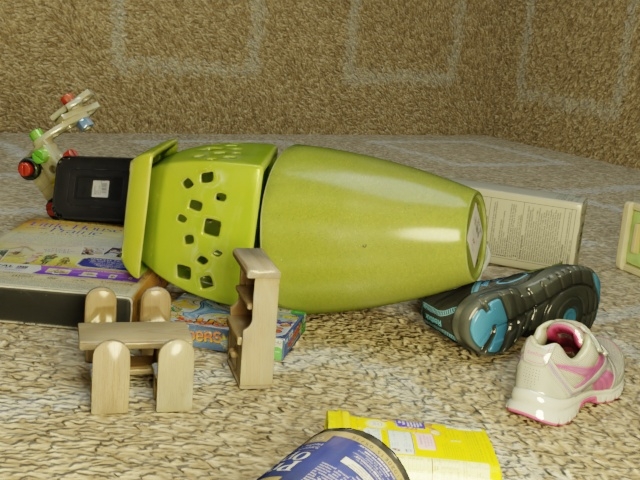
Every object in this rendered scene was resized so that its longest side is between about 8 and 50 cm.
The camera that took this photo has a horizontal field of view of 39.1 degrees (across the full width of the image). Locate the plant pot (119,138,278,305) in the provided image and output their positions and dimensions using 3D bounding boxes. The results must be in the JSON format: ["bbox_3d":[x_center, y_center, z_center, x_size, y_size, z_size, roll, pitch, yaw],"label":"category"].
[{"bbox_3d":[-0.190,-0.043,1.422,0.207,0.227,0.228,9,14,0],"label":"plant pot"}]

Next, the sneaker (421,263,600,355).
[{"bbox_3d":[0.313,0.095,1.431,0.340,0.125,0.139,-3,10,-37],"label":"sneaker"}]

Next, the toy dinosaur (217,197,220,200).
[{"bbox_3d":[-0.126,-0.100,2.041,0.321,0.164,0.218,-12,2,-5],"label":"toy dinosaur"}]

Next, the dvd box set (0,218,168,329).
[{"bbox_3d":[-0.412,0.046,1.504,0.307,0.062,0.420,5,14,1],"label":"dvd box set"}]

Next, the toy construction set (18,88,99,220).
[{"bbox_3d":[-0.494,-0.153,1.871,0.215,0.328,0.151,-36,-16,21],"label":"toy construction set"}]

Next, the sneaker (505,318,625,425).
[{"bbox_3d":[0.341,0.158,1.201,0.103,0.111,0.252,15,17,34],"label":"sneaker"}]

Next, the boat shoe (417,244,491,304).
[{"bbox_3d":[0.226,0.063,1.655,0.099,0.116,0.319,-37,0,30],"label":"boat shoe"}]

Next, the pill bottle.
[{"bbox_3d":[-0.018,0.242,0.714,0.122,0.123,0.219,12,15,26],"label":"pill bottle"}]

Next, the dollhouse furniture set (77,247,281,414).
[{"bbox_3d":[-0.184,0.100,1.153,0.242,0.161,0.212,1,14,-17],"label":"dollhouse furniture set"}]

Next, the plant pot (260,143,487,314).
[{"bbox_3d":[0.097,-0.013,1.387,0.293,0.275,0.275,1,11,23],"label":"plant pot"}]

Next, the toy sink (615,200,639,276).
[{"bbox_3d":[0.716,-0.001,1.898,0.131,0.153,0.234,-1,16,-21],"label":"toy sink"}]

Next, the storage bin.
[{"bbox_3d":[-0.411,-0.093,1.732,0.180,0.122,0.084,3,-8,11],"label":"storage bin"}]

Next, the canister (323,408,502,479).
[{"bbox_3d":[0.087,0.229,0.909,0.169,0.073,0.126,6,14,-2],"label":"canister"}]

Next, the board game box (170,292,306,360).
[{"bbox_3d":[-0.133,0.126,1.330,0.201,0.035,0.136,7,14,10],"label":"board game box"}]

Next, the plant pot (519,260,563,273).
[{"bbox_3d":[0.402,0.081,1.632,0.079,0.083,0.083,-4,11,14],"label":"plant pot"}]

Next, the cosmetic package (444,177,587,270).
[{"bbox_3d":[0.393,-0.033,1.905,0.309,0.160,0.113,11,14,21],"label":"cosmetic package"}]
